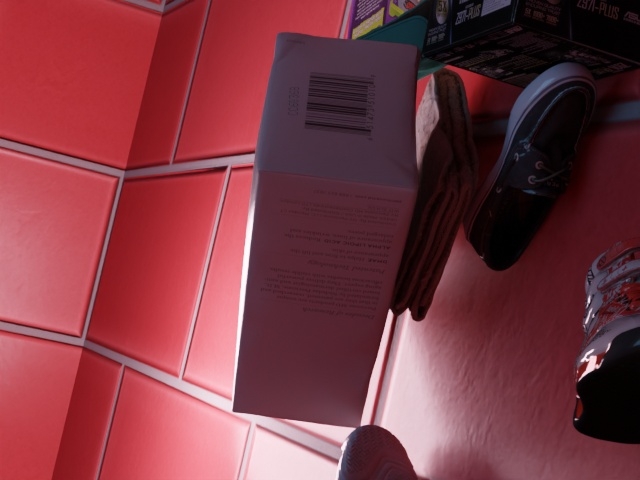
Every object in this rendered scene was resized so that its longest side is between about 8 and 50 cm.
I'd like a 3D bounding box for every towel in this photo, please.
[{"bbox_3d":[0.114,-0.056,1.417,0.282,0.049,0.187,-87,15,-61],"label":"towel"}]

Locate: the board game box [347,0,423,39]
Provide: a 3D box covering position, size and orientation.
[{"bbox_3d":[0.129,-0.323,1.646,0.347,0.056,0.208,156,121,-63],"label":"board game box"}]

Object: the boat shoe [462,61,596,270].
[{"bbox_3d":[0.205,-0.062,1.254,0.228,0.080,0.076,-61,32,35],"label":"boat shoe"}]

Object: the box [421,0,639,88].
[{"bbox_3d":[0.205,-0.207,1.245,0.180,0.147,0.077,174,109,-68],"label":"box"}]

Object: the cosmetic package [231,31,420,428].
[{"bbox_3d":[0.000,0.000,1.372,0.385,0.156,0.217,98,178,-48],"label":"cosmetic package"}]

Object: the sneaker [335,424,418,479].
[{"bbox_3d":[0.032,0.338,1.383,0.153,0.101,0.268,-44,40,48],"label":"sneaker"}]

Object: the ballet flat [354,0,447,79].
[{"bbox_3d":[0.139,-0.233,1.437,0.083,0.247,0.087,69,-165,7],"label":"ballet flat"}]

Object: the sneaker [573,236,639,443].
[{"bbox_3d":[0.239,0.055,0.970,0.270,0.090,0.145,79,-159,-70],"label":"sneaker"}]
